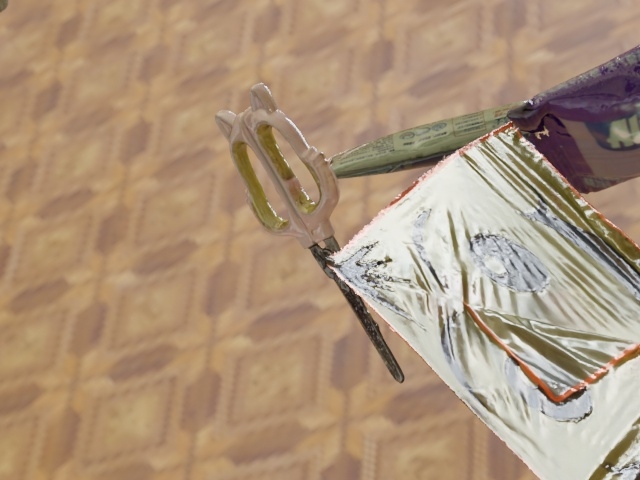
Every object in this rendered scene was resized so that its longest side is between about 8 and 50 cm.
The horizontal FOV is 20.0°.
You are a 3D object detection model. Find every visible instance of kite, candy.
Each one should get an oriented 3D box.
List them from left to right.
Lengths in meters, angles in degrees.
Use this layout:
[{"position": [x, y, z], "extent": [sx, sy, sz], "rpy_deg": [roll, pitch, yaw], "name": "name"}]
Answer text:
[{"position": [0.139, 0.049, 1.104], "extent": [0.013, 0.327, 0.377], "rpy_deg": [-51, 38, 36], "name": "kite"}, {"position": [0.279, -0.109, 1.364], "extent": [0.275, 0.145, 0.070], "rpy_deg": [-22, 53, 12], "name": "candy"}]

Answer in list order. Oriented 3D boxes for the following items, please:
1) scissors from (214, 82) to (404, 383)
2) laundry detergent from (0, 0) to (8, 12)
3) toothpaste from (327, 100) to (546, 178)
[{"position": [0.000, 0.000, 1.748], "extent": [0.024, 0.317, 0.160], "rpy_deg": [-31, 1, -32], "name": "scissors"}, {"position": [-0.455, -0.228, 1.957], "extent": [0.290, 0.143, 0.094], "rpy_deg": [-19, 57, 21], "name": "laundry detergent"}, {"position": [0.125, -0.103, 1.923], "extent": [0.268, 0.047, 0.069], "rpy_deg": [-12, 43, 7], "name": "toothpaste"}]
